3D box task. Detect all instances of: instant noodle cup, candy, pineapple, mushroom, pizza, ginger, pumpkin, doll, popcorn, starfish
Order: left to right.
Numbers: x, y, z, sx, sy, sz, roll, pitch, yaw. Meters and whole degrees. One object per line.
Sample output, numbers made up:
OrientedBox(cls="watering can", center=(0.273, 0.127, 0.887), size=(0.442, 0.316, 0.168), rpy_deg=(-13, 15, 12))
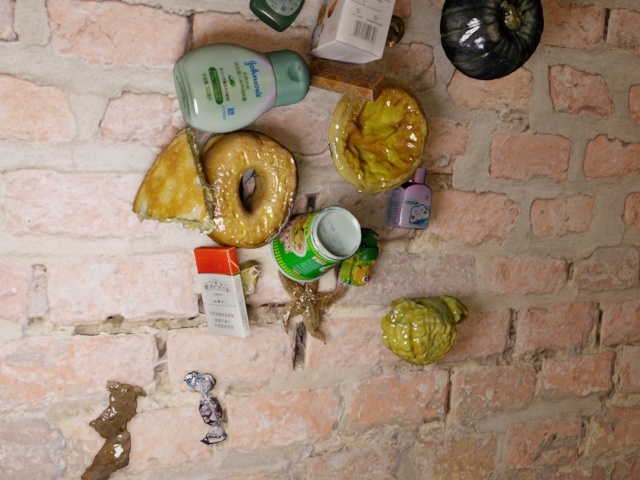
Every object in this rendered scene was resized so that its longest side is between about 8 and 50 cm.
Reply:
OrientedBox(cls="ginger", center=(-0.543, 0.509, 1.584), size=(0.122, 0.084, 0.290), rpy_deg=(16, 91, -32))
OrientedBox(cls="pizza", center=(-0.337, -0.100, 1.502), size=(0.280, 0.288, 0.075), rpy_deg=(-49, 150, 13))
OrientedBox(cls="candy", center=(-0.318, 0.467, 1.705), size=(0.094, 0.051, 0.226), rpy_deg=(-18, 103, -11))
OrientedBox(cls="pineapple", center=(-0.224, 0.114, 1.685), size=(0.116, 0.069, 0.137), rpy_deg=(22, 89, -26))
OrientedBox(cls="starfish", center=(-0.032, 0.173, 1.785), size=(0.235, 0.062, 0.277), rpy_deg=(-35, 103, -15))
OrientedBox(cls="instant noodle cup", center=(0.000, 0.000, 1.656), size=(0.207, 0.232, 0.207), rpy_deg=(5, 77, -24))
OrientedBox(cls="doll", center=(0.108, 0.045, 1.804), size=(0.134, 0.106, 0.186), rpy_deg=(-3, 99, -40))
OrientedBox(cls="mushroom", center=(0.198, -0.600, 1.773), size=(0.088, 0.072, 0.130), rpy_deg=(52, 41, -36))
OrientedBox(cls="popcorn", center=(0.321, 0.287, 1.913), size=(0.286, 0.173, 0.225), rpy_deg=(-2, 113, -35))
OrientedBox(cls="pumpkin", center=(0.506, -0.642, 1.821), size=(0.323, 0.241, 0.323), rpy_deg=(-7, 104, -28))

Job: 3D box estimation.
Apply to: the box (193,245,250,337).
OrientedBox(cls="box", center=(-0.265, 0.137, 1.635), size=(0.035, 0.139, 0.245), rpy_deg=(-22, 107, -51))

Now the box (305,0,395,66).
OrientedBox(cls="box", center=(0.097, -0.661, 1.639), size=(0.143, 0.225, 0.341), rpy_deg=(14, 92, -24))

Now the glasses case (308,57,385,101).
OrientedBox(cls="glasses case", center=(0.065, -0.438, 1.665), size=(0.075, 0.218, 0.049), rpy_deg=(-55, 151, -28))

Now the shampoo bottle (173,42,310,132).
OrientedBox(cls="shampoo bottle", center=(-0.191, -0.406, 1.583), size=(0.349, 0.151, 0.222), rpy_deg=(-15, 98, -23))

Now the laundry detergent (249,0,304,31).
OrientedBox(cls="laundry detergent", center=(-0.097, -0.681, 1.637), size=(0.137, 0.063, 0.211), rpy_deg=(31, 84, -19))

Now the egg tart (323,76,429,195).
OrientedBox(cls="egg tart", center=(0.158, -0.304, 1.768), size=(0.341, 0.132, 0.341), rpy_deg=(-2, 96, -24))

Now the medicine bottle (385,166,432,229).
OrientedBox(cls="medicine bottle", center=(0.273, -0.131, 1.866), size=(0.119, 0.094, 0.188), rpy_deg=(4, 96, -27))

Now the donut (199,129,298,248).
OrientedBox(cls="donut", center=(-0.196, -0.136, 1.620), size=(0.299, 0.150, 0.317), rpy_deg=(-25, 107, -22))
